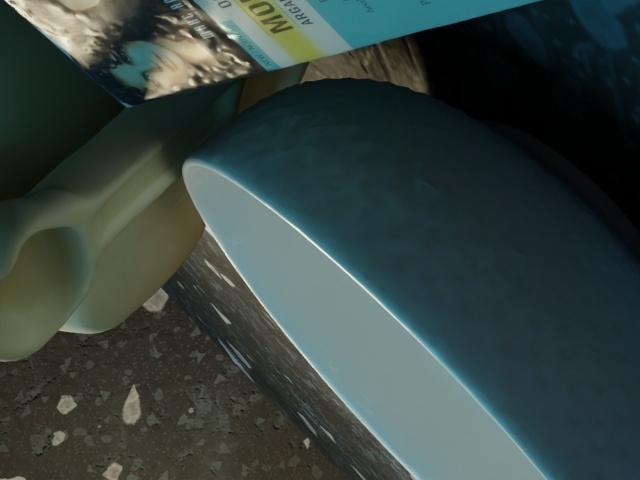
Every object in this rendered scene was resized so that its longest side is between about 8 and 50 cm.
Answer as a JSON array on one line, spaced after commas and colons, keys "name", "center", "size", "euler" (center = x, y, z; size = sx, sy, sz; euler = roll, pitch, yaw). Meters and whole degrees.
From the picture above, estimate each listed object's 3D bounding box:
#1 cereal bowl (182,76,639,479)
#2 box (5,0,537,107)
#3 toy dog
[{"name": "cereal bowl", "center": [0.086, 0.041, 0.637], "size": [0.339, 0.141, 0.339], "euler": [46, 168, 13]}, {"name": "box", "center": [-0.027, -0.121, 0.454], "size": [0.244, 0.060, 0.100], "euler": [-6, 142, 46]}, {"name": "toy dog", "center": [-0.234, -0.150, 0.743], "size": [0.408, 0.284, 0.395], "euler": [41, 168, 7]}]
